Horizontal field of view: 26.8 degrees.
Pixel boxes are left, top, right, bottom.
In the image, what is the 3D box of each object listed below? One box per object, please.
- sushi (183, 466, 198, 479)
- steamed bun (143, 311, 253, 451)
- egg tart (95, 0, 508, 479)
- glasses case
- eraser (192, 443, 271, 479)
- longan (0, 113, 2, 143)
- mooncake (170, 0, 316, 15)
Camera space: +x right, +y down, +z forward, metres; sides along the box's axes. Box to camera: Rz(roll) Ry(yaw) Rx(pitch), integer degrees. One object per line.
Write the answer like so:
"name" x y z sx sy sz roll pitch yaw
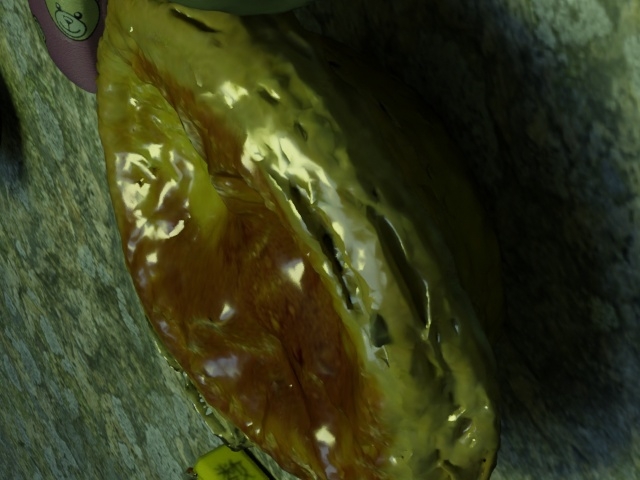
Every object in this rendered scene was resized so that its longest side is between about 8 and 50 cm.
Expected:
"sushi" -0.129 0.454 1.703 0.332 0.130 0.124 62 158 -2
"steamed bun" -0.082 0.109 1.307 0.177 0.106 0.192 57 164 3
"egg tart" 0.000 0.000 0.951 0.443 0.178 0.443 44 151 32
"glasses case" -0.234 -0.273 1.247 0.123 0.076 0.316 46 151 30
"eraser" -0.060 0.352 1.544 0.226 0.069 0.158 40 149 39
"longan" -0.572 -0.153 1.759 0.319 0.319 0.319 44 149 35
"mooncake" -0.042 -0.255 0.722 0.275 0.135 0.275 -5 82 43
